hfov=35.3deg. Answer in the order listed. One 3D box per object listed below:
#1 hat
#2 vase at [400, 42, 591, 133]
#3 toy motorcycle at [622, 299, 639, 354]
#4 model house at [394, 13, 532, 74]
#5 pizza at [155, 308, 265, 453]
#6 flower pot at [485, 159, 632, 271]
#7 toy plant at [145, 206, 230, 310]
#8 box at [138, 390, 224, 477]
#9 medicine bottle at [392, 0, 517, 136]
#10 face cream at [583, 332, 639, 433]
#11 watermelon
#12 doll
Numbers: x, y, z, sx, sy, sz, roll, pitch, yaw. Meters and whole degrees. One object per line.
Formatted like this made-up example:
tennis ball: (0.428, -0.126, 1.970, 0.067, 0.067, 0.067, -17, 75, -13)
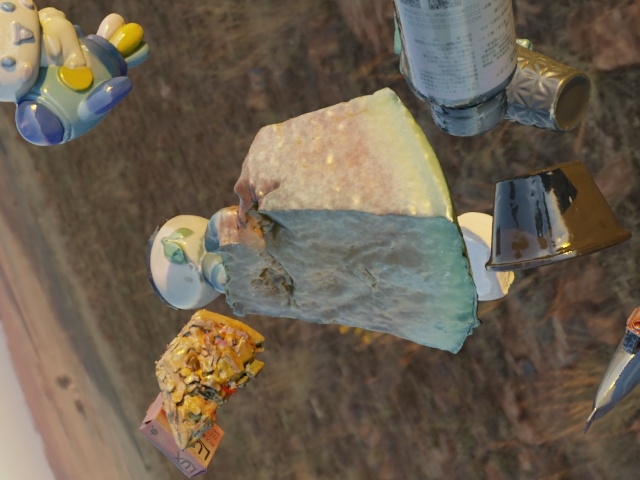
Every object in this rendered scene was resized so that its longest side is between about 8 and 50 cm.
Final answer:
hat: (0.327, 0.020, 2.139, 0.203, 0.203, 0.126, 50, 146, 43)
vase: (0.301, -0.261, 1.665, 0.301, 0.156, 0.251, 29, 172, 43)
toy motorcycle: (0.537, 0.082, 1.554, 0.084, 0.212, 0.118, 36, 159, 28)
model house: (0.345, -0.480, 2.355, 0.248, 0.280, 0.230, -2, 83, 34)
pizza: (-0.189, 0.215, 1.612, 0.147, 0.226, 0.069, 44, 163, -12)
flower pot: (0.414, -0.050, 1.818, 0.269, 0.269, 0.166, 175, 82, -72)
toy plant: (-0.209, 0.037, 2.295, 0.332, 0.247, 0.247, -6, 109, 38)
box: (-0.270, 0.372, 1.959, 0.156, 0.111, 0.060, 45, 123, -12)
medicine bottle: (0.165, -0.264, 1.230, 0.141, 0.141, 0.293, 51, 166, 43)
face cream: (0.562, 0.165, 1.714, 0.086, 0.385, 0.135, 35, 171, 21)
watermelon: (0.038, -0.021, 1.077, 0.302, 0.151, 0.264, 9, 144, 16)
doll: (-0.462, -0.298, 1.713, 0.187, 0.365, 0.376, 25, 94, 52)
